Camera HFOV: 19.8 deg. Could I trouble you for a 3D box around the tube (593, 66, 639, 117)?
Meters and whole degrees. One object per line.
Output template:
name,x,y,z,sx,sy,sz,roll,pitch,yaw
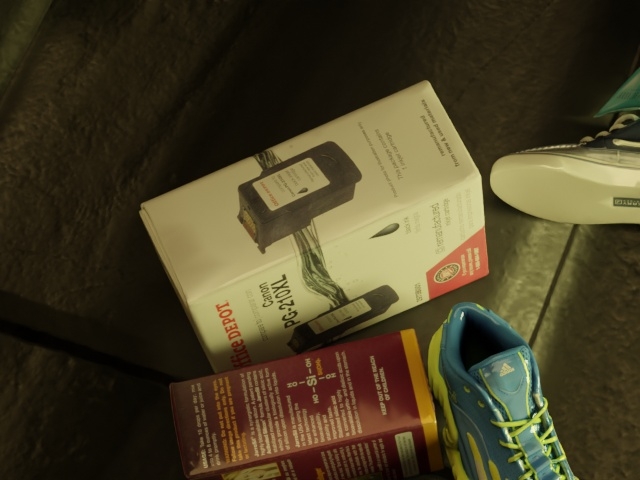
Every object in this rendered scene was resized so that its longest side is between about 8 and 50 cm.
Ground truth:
tube,0.317,-0.165,1.508,0.207,0.080,0.052,-40,95,-14

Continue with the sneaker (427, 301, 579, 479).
sneaker,0.135,0.150,1.335,0.091,0.126,0.240,-23,62,-4

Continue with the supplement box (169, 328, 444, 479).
supplement box,-0.008,0.140,1.371,0.188,0.104,0.081,-13,62,1

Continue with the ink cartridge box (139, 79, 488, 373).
ink cartridge box,0.000,0.000,1.402,0.237,0.172,0.100,-24,63,-4

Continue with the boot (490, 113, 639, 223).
boot,0.235,-0.063,1.471,0.190,0.069,0.086,8,53,7
